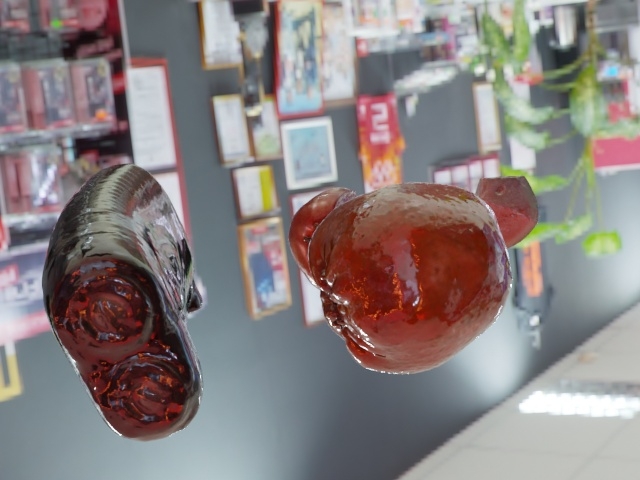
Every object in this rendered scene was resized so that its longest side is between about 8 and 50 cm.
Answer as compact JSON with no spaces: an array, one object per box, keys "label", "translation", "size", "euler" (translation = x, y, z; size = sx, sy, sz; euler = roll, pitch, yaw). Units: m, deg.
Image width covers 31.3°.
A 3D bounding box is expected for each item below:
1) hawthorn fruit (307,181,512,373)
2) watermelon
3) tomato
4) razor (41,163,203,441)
[{"label":"hawthorn fruit","translation":[0.066,0.023,0.788],"size":[0.138,0.132,0.133],"euler":[-22,-169,-16]},{"label":"watermelon","translation":[0.210,-0.032,1.341],"size":[0.092,0.084,0.072],"euler":[23,-151,38]},{"label":"tomato","translation":[0.000,0.000,1.673],"size":[0.091,0.159,0.139],"euler":[4,-171,22]},{"label":"razor","translation":[-0.188,0.050,1.122],"size":[0.113,0.204,0.349],"euler":[-22,-161,1]}]
